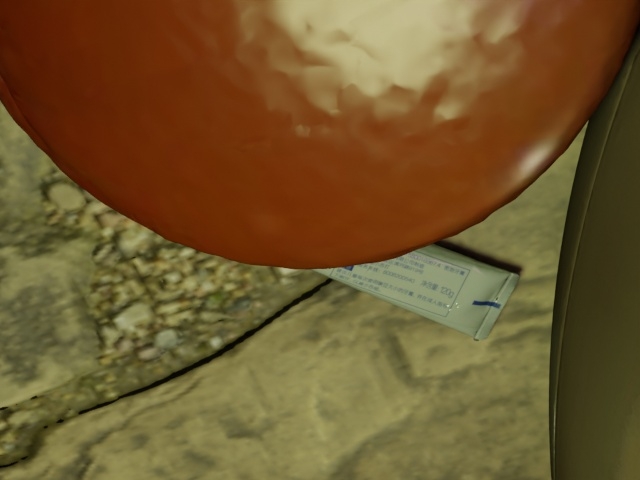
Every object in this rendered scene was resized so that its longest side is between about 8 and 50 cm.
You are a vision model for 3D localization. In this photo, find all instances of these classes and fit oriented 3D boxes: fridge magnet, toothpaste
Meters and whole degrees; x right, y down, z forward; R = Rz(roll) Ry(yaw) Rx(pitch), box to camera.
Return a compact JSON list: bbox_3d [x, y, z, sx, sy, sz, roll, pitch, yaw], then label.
[{"bbox_3d":[-0.022,-0.163,0.897,0.364,0.155,0.363,8,111,22],"label":"fridge magnet"},{"bbox_3d":[0.000,0.000,1.087,0.218,0.033,0.052,21,124,-7],"label":"toothpaste"}]

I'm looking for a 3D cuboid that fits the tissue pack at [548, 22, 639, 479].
[{"bbox_3d":[0.242,0.057,0.925,0.267,0.277,0.387,-3,118,-6],"label":"tissue pack"}]
